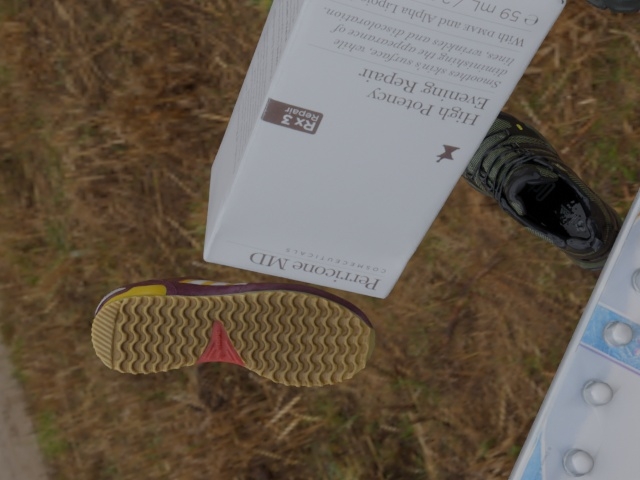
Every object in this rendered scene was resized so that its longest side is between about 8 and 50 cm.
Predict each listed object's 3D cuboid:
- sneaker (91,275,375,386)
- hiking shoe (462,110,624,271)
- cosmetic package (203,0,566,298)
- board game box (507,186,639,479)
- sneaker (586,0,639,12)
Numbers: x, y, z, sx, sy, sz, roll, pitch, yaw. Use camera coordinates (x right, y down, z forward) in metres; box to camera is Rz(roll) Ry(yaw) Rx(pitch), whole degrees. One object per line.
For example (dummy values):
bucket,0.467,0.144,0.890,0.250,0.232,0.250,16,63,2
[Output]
sneaker,-0.057,0.052,0.739,0.084,0.186,0.069,-111,28,-76
hiking shoe,0.195,-0.065,1.044,0.227,0.114,0.086,40,96,22
cosmetic package,0.022,-0.074,0.580,0.231,0.117,0.085,115,162,-45
board game box,0.333,0.132,0.643,0.390,0.050,0.389,27,77,1
sneaker,0.338,-0.253,0.879,0.286,0.130,0.109,-3,66,19
